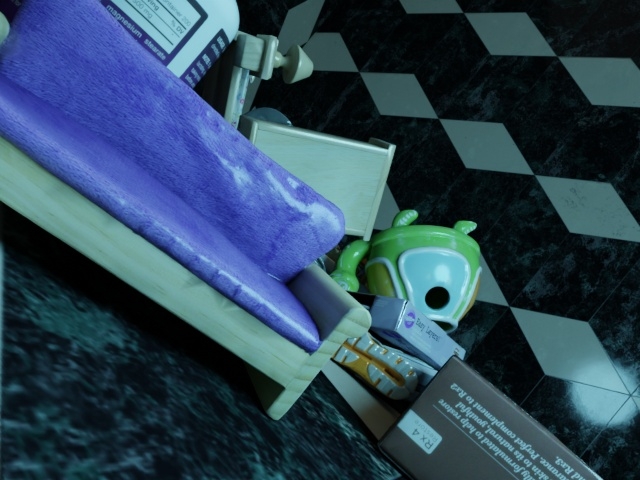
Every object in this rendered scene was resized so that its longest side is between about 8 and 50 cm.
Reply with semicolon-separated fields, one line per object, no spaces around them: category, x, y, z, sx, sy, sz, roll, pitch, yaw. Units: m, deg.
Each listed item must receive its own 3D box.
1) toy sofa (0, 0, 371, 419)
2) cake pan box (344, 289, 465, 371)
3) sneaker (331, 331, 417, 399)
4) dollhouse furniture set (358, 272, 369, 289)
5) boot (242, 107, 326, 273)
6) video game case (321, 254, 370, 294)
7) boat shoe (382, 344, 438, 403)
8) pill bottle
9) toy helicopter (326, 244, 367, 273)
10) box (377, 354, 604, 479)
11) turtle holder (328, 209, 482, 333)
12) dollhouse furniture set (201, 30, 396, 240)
toy sofa;-0.121;-0.037;0.425;0.362;0.177;0.150;40;-1;-25
cake pan box;0.121;0.176;1.070;0.245;0.070;0.267;3;-27;41
sneaker;0.062;0.184;0.890;0.215;0.084;0.083;43;-12;18
dollhouse furniture set;0.170;0.196;1.565;0.183;0.129;0.129;43;-24;-8
boot;-0.109;-0.081;1.132;0.445;0.146;0.367;-127;-153;-76
video game case;0.064;0.154;1.404;0.329;0.036;0.300;39;-18;1
boat shoe;0.175;0.260;1.022;0.258;0.095;0.084;41;3;-36
pill bottle;-0.209;-0.206;0.545;0.181;0.323;0.181;40;-1;0
toy helicopter;0.000;0.000;1.441;0.235;0.140;0.355;45;-1;24
box;0.210;0.261;0.722;0.191;0.143;0.381;40;2;17
turtle holder;0.199;0.077;1.186;0.320;0.227;0.243;18;-29;-27
dollhouse furniture set;-0.080;-0.104;0.723;0.173;0.303;0.355;7;17;-28
